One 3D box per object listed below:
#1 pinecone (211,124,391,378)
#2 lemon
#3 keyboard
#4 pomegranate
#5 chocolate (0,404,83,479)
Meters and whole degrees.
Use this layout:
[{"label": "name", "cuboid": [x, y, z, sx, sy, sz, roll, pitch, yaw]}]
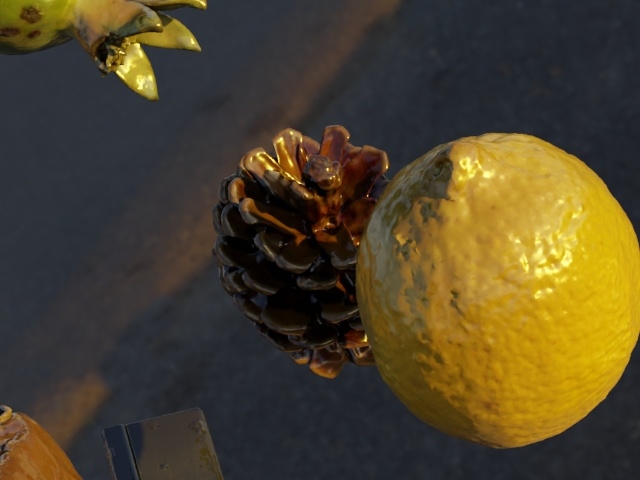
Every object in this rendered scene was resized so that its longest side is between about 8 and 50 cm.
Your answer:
[{"label": "pinecone", "cuboid": [-0.002, 0.001, 1.482, 0.168, 0.185, 0.212, -45, -15, -4]}, {"label": "lemon", "cuboid": [0.115, 0.034, 1.225, 0.188, 0.256, 0.188, -8, 41, 7]}, {"label": "keyboard", "cuboid": [-0.108, 0.274, 1.560, 0.101, 0.018, 0.309, -12, 52, -13]}, {"label": "pomegranate", "cuboid": [-0.177, -0.191, 1.275, 0.220, 0.156, 0.156, 16, 46, 13]}, {"label": "chocolate", "cuboid": [-0.224, 0.189, 0.969, 0.214, 0.093, 0.148, -38, 8, 11]}]
